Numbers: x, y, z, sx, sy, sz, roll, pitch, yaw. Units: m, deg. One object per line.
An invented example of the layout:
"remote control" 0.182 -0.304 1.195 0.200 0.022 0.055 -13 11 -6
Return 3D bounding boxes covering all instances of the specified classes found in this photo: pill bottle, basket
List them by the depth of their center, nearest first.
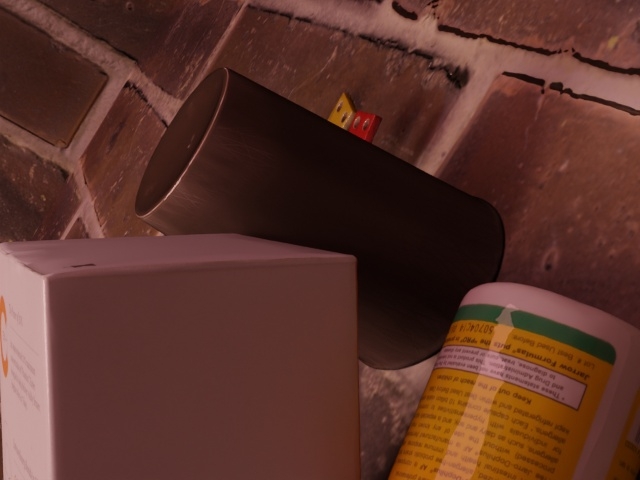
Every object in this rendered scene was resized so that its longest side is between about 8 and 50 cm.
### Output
"pill bottle" 0.092 0.137 0.587 0.118 0.118 0.208 -7 56 64
"basket" -0.010 -0.019 0.865 0.204 0.227 0.154 -8 55 63

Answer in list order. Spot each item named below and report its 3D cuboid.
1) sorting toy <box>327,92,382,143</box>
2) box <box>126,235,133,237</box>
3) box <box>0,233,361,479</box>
"sorting toy" 0.000 0.000 1.050 0.274 0.046 0.132 -68 21 0
"box" -0.161 0.147 1.090 0.213 0.117 0.243 -66 20 14
"box" -0.091 0.174 0.677 0.215 0.168 0.345 -170 78 -68
